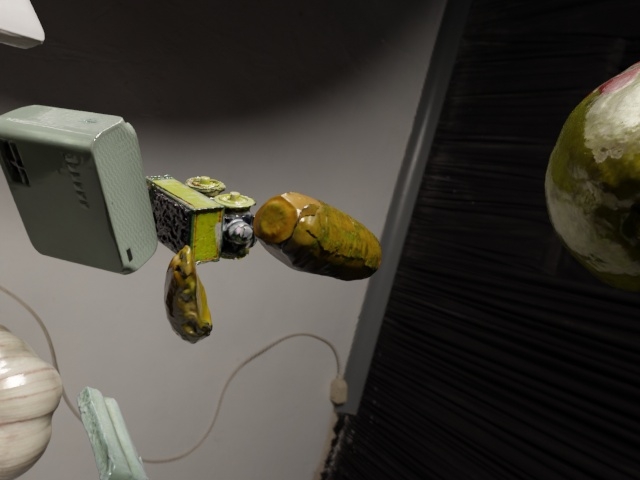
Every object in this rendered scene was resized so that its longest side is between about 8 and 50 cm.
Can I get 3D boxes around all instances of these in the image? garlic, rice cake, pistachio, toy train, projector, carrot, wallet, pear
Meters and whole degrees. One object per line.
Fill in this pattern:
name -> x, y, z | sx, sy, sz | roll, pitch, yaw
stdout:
garlic -> -0.501, 0.223, 0.682 | 0.253, 0.245, 0.245 | 15, 92, -62
rice cake -> -0.357, 0.337, 0.877 | 0.040, 0.226, 0.085 | -47, 130, -8
pistachio -> -0.162, 0.075, 0.614 | 0.049, 0.090, 0.173 | -13, 147, -11
toy train -> -0.245, -0.045, 1.040 | 0.177, 0.260, 0.134 | -12, 118, -43
projector -> -0.392, -0.082, 0.844 | 0.108, 0.198, 0.251 | -59, 154, -51
carrot -> 0.000, 0.000, 0.573 | 0.173, 0.082, 0.082 | 26, 85, -55
wallet -> -0.315, -0.226, 0.454 | 0.033, 0.190, 0.095 | -21, 103, 4
pear -> 0.420, -0.071, 0.634 | 0.375, 0.287, 0.288 | -38, 122, -47
